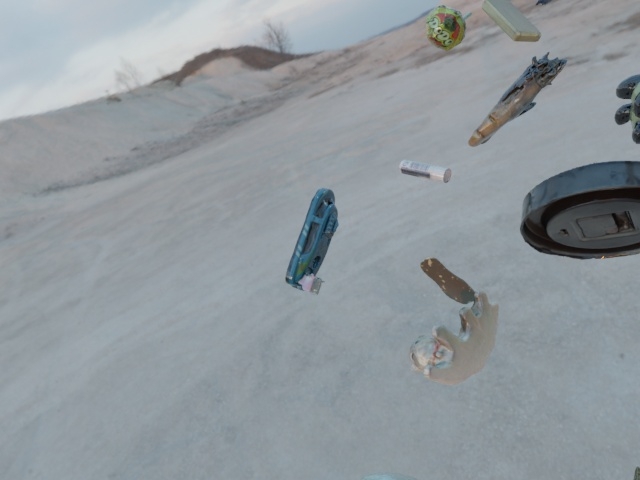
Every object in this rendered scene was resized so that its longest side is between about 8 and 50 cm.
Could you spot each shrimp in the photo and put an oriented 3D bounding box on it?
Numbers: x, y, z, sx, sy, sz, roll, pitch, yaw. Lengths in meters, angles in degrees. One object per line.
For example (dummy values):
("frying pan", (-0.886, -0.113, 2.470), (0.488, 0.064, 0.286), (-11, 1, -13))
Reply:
("shrimp", (0.494, -0.340, 1.391), (0.289, 0.075, 0.178), (-52, -12, 13))

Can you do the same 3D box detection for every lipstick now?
("lipstick", (0.273, -0.183, 1.442), (0.141, 0.040, 0.040), (19, 42, 38))

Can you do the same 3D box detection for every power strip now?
("power strip", (0.436, -0.511, 1.266), (0.076, 0.028, 0.169), (-7, 52, -21))

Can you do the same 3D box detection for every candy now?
("candy", (0.309, -0.505, 1.255), (0.083, 0.091, 0.305), (-23, 16, 35))

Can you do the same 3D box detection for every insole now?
("insole", (0.413, 0.132, 1.769), (0.081, 0.248, 0.011), (-35, 27, 30))

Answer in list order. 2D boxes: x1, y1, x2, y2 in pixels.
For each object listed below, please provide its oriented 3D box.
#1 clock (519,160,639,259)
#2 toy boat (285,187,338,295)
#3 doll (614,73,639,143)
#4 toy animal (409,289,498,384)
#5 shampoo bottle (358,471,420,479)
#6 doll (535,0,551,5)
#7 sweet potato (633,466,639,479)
("clock", (0.575, -0.052, 1.111), (0.325, 0.325, 0.067), (-13, 59, 37))
("toy boat", (0.000, 0.000, 1.544), (0.092, 0.299, 0.134), (16, -10, 22))
("doll", (0.904, -0.356, 1.513), (0.135, 0.234, 0.144), (-14, 46, 9))
("toy animal", (0.414, 0.303, 1.714), (0.188, 0.266, 0.308), (146, 138, -65))
("shampoo bottle", (0.198, 0.804, 1.495), (0.317, 0.323, 0.322), (12, -11, -39))
("doll", (0.508, -0.545, 1.168), (0.037, 0.027, 0.125), (-12, -16, -28))
("sweet potato", (0.807, 0.649, 1.374), (0.041, 0.038, 0.153), (-27, 55, 42))
